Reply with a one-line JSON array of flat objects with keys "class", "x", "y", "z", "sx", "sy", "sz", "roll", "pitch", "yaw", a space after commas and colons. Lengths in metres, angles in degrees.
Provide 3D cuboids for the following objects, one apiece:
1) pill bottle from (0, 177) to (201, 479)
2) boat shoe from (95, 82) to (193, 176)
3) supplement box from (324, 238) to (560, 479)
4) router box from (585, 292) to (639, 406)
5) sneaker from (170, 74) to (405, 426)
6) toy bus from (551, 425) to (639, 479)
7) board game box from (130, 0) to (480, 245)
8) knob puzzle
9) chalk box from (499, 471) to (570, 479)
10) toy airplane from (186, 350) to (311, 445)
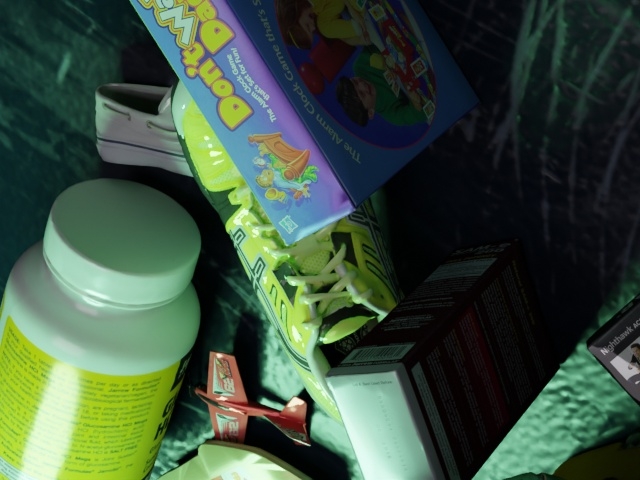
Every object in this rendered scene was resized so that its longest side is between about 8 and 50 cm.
[{"class": "pill bottle", "x": -0.223, "y": 0.112, "z": 1.654, "sx": 0.188, "sy": 0.188, "sz": 0.334, "roll": 31, "pitch": 127, "yaw": 14}, {"class": "boat shoe", "x": -0.120, "y": -0.106, "z": 1.543, "sx": 0.226, "sy": 0.083, "sz": 0.076, "roll": 2, "pitch": 116, "yaw": 31}, {"class": "supplement box", "x": 0.107, "y": 0.108, "z": 1.416, "sx": 0.073, "sy": 0.239, "sz": 0.130, "roll": -8, "pitch": 110, "yaw": 36}, {"class": "router box", "x": 0.319, "y": 0.072, "z": 1.345, "sx": 0.179, "sy": 0.046, "sz": 0.133, "roll": -42, "pitch": 89, "yaw": 10}, {"class": "sneaker", "x": 0.000, "y": 0.000, "z": 1.443, "sx": 0.145, "sy": 0.147, "sz": 0.385, "roll": -29, "pitch": 117, "yaw": -2}, {"class": "toy bus", "x": 0.333, "y": 0.226, "z": 1.425, "sx": 0.332, "sy": 0.108, "sz": 0.130, "roll": -13, "pitch": 106, "yaw": 36}, {"class": "board game box", "x": -0.037, "y": -0.200, "z": 1.349, "sx": 0.078, "sy": 0.233, "sz": 0.347, "roll": -27, "pitch": 98, "yaw": 38}, {"class": "knob puzzle", "x": -0.057, "y": 0.278, "z": 1.737, "sx": 0.213, "sy": 0.030, "sz": 0.213, "roll": 16, "pitch": 124, "yaw": 26}, {"class": "chalk box", "x": 0.153, "y": 0.290, "z": 1.290, "sx": 0.180, "sy": 0.289, "sz": 0.179, "roll": -25, "pitch": 58, "yaw": 39}, {"class": "toy airplane", "x": -0.068, "y": 0.165, "z": 1.686, "sx": 0.151, "sy": 0.028, "sz": 0.151, "roll": 21, "pitch": 135, "yaw": 22}]
